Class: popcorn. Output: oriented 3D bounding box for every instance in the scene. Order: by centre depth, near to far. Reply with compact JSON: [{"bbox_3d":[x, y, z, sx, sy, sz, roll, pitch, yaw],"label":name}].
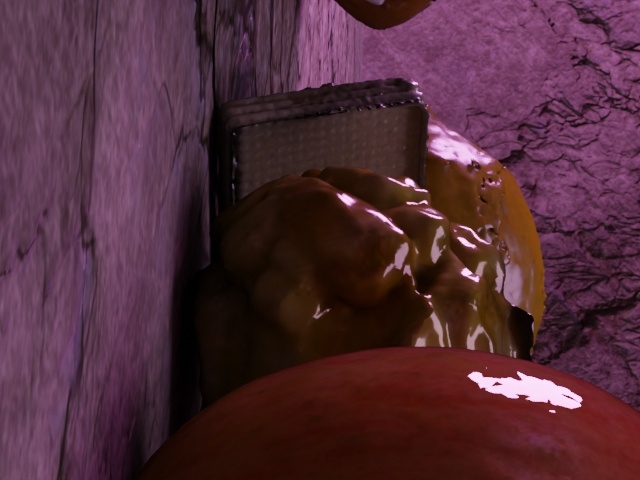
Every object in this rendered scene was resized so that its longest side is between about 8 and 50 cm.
[{"bbox_3d":[0.012,0.091,1.302,0.252,0.215,0.286,27,-65,59],"label":"popcorn"}]

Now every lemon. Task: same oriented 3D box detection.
[{"bbox_3d":[0.061,0.030,1.660,0.253,0.253,0.310,52,40,-85],"label":"lemon"}]

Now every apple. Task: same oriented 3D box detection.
[{"bbox_3d":[0.044,0.228,1.033,0.364,0.363,0.364,4,90,-87],"label":"apple"}]

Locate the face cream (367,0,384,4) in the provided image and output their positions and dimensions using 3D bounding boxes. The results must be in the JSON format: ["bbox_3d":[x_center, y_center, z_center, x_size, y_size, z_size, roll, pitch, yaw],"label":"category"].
[{"bbox_3d":[-0.009,-0.292,0.991,0.145,0.145,0.370,-79,173,-62],"label":"face cream"}]

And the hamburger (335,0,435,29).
[{"bbox_3d":[0.059,-0.338,1.949,0.245,0.282,0.155,-21,-134,46],"label":"hamburger"}]

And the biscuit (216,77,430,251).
[{"bbox_3d":[0.000,0.000,1.440,0.052,0.150,0.252,-119,-157,-50],"label":"biscuit"}]
